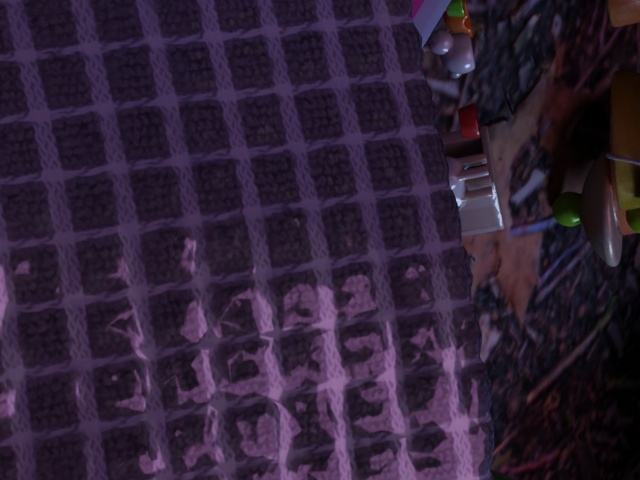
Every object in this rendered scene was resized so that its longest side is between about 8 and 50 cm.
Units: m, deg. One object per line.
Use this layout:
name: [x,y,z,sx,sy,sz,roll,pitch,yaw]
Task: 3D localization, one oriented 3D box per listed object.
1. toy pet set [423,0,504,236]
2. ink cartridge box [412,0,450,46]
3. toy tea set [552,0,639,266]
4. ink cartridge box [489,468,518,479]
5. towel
toy pet set: [0.044,-0.054,0.893,0.114,0.065,0.122,72,11,-46]
ink cartridge box: [-0.099,-0.023,0.646,0.186,0.065,0.311,36,75,-18]
toy tea set: [0.131,-0.119,0.960,0.200,0.124,0.336,-70,154,-57]
ink cartridge box: [0.048,0.217,0.931,0.212,0.154,0.093,-59,142,-15]
towel: [-0.080,-0.013,0.555,0.235,0.121,0.284,-8,89,-24]
